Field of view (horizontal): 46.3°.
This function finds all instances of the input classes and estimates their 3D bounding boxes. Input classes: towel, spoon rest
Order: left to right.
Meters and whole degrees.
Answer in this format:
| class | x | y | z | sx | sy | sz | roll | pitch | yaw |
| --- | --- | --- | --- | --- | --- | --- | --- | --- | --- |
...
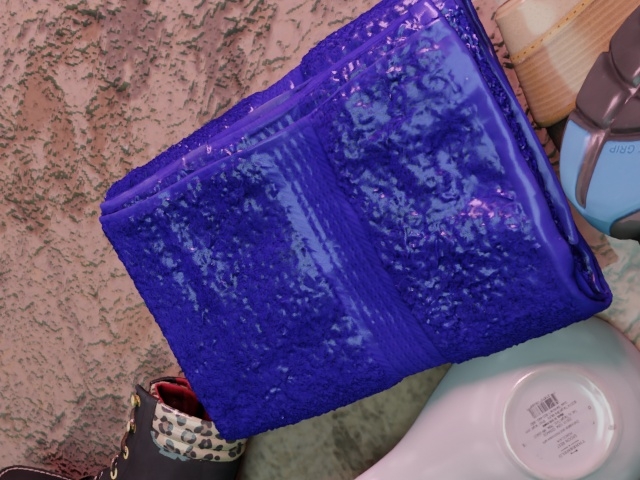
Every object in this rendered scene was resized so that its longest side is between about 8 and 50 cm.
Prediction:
| class | x | y | z | sx | sy | sz | roll | pitch | yaw |
| --- | --- | --- | --- | --- | --- | --- | --- | --- | --- |
| towel | 0.000 | 0.000 | 0.495 | 0.308 | 0.076 | 0.227 | -27 | 90 | 29 |
| spoon rest | 0.096 | 0.148 | 0.506 | 0.276 | 0.084 | 0.137 | -29 | 82 | 2 |

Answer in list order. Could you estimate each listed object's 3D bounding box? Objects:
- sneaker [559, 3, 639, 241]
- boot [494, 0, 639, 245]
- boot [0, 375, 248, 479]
| class | x | y | z | sx | sy | sz | roll | pitch | yaw |
| --- | --- | --- | --- | --- | --- | --- | --- | --- | --- |
| sneaker | 0.263 | -0.093 | 0.317 | 0.341 | 0.125 | 0.139 | -36 | 127 | 4 |
| boot | 0.247 | -0.113 | 0.420 | 0.248 | 0.090 | 0.207 | -35 | 100 | 21 |
| boot | -0.171 | 0.193 | 0.645 | 0.236 | 0.085 | 0.178 | 17 | 104 | 13 |
